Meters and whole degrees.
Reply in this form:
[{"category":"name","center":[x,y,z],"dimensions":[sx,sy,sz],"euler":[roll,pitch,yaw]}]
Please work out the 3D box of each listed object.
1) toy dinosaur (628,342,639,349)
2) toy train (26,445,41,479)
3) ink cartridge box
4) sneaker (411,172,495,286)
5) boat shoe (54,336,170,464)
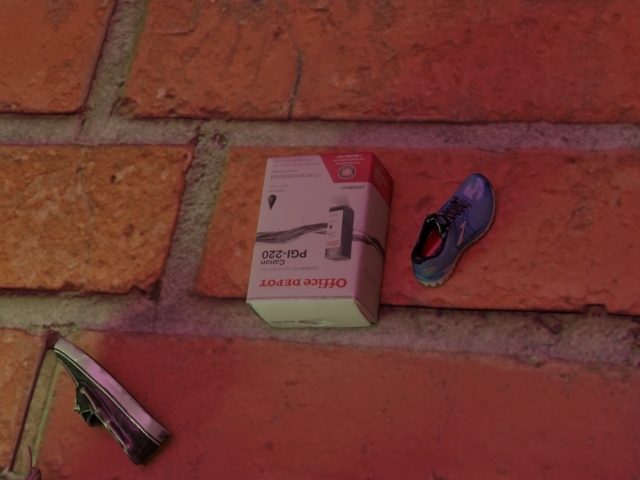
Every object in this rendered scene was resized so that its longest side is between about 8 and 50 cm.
[{"category":"toy dinosaur","center":[0.428,0.191,1.836],"dimensions":[0.112,0.064,0.211],"euler":[-15,60,15]},{"category":"toy train","center":[-0.327,0.363,2.011],"dimensions":[0.143,0.105,0.248],"euler":[-17,59,26]},{"category":"ink cartridge box","center":[0.000,0.000,2.084],"dimensions":[0.158,0.092,0.218],"euler":[-2,66,21]},{"category":"sneaker","center":[0.170,-0.019,2.035],"dimensions":[0.063,0.073,0.162],"euler":[25,76,30]},{"category":"boat shoe","center":[-0.295,0.212,2.103],"dimensions":[0.070,0.078,0.219],"euler":[-47,60,-7]}]
